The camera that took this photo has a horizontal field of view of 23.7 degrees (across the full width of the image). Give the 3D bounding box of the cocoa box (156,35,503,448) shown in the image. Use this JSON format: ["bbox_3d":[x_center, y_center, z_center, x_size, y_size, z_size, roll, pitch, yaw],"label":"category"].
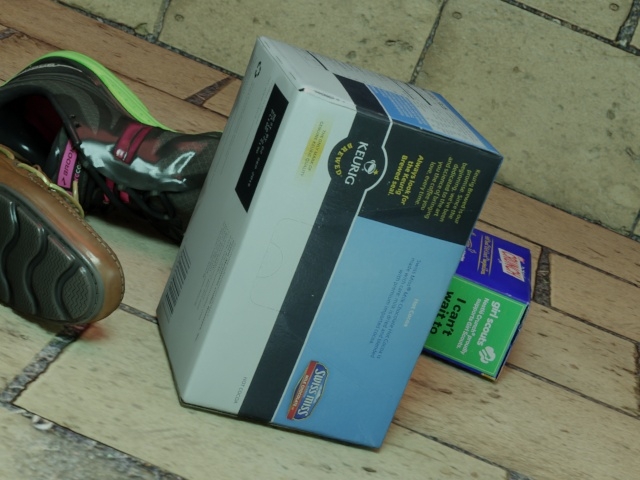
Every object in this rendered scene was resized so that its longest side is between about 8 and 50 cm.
[{"bbox_3d":[0.000,0.000,1.593,0.228,0.347,0.231,16,17,-19],"label":"cocoa box"}]

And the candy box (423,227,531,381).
[{"bbox_3d":[0.114,0.037,2.011,0.317,0.122,0.268,21,16,3],"label":"candy box"}]

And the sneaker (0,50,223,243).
[{"bbox_3d":[-0.244,-0.079,1.919,0.483,0.185,0.202,27,35,30],"label":"sneaker"}]

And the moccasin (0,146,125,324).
[{"bbox_3d":[-0.326,-0.019,1.658,0.147,0.139,0.380,-7,23,-42],"label":"moccasin"}]
